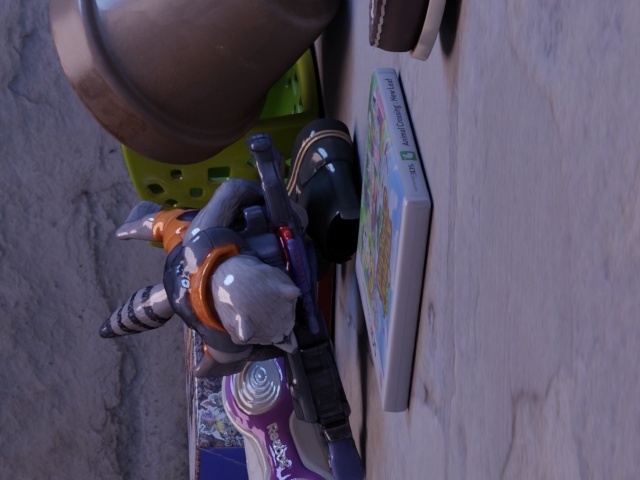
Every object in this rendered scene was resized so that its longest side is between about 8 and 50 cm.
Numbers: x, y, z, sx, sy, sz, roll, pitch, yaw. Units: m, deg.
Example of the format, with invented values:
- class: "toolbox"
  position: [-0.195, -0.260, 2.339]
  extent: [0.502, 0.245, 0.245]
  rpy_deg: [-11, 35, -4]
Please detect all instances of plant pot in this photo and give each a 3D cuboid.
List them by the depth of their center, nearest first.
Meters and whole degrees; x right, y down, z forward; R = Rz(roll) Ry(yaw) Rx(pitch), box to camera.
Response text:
- class: "plant pot"
  position: [-0.108, -0.237, 1.883]
  extent: [0.229, 0.263, 0.263]
  rpy_deg: [-27, 57, 41]
- class: "plant pot"
  position: [-0.117, -0.123, 2.154]
  extent: [0.228, 0.227, 0.207]
  rpy_deg: [-100, 5, -46]

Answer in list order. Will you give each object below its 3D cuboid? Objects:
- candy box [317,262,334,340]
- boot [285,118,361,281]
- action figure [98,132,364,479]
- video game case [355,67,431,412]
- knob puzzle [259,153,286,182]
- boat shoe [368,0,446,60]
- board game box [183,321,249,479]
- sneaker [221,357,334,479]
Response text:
- class: "candy box"
  position: [-0.021, 0.042, 2.036]
  extent: [0.186, 0.053, 0.109]
  rpy_deg: [-119, 31, -73]
- class: "boot"
  position: [0.000, 0.000, 1.797]
  extent: [0.137, 0.077, 0.198]
  rpy_deg: [-105, 14, -45]
- class: "action figure"
  position: [-0.088, 0.087, 1.765]
  extent: [0.330, 0.178, 0.341]
  rpy_deg: [164, 89, -72]
- class: "video game case"
  position: [0.056, -0.002, 1.512]
  extent: [0.193, 0.023, 0.212]
  rpy_deg: [-100, 12, -53]
- class: "knob puzzle"
  position: [-0.058, 0.000, 2.001]
  extent: [0.213, 0.030, 0.213]
  rpy_deg: [-167, 90, -81]
- class: "boat shoe"
  position: [0.046, -0.280, 1.259]
  extent: [0.116, 0.097, 0.324]
  rpy_deg: [-105, 16, -63]
- class: "board game box"
  position: [-0.088, 0.168, 2.217]
  extent: [0.232, 0.141, 0.291]
  rpy_deg: [98, 169, -57]
- class: "sneaker"
  position: [-0.016, 0.258, 1.933]
  extent: [0.152, 0.114, 0.305]
  rpy_deg: [50, -154, -57]
